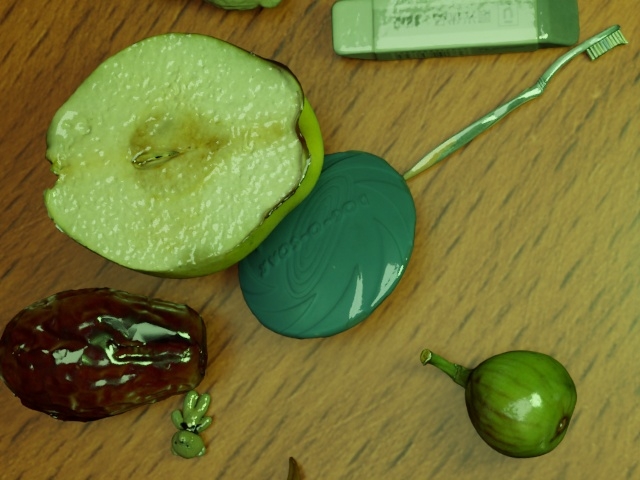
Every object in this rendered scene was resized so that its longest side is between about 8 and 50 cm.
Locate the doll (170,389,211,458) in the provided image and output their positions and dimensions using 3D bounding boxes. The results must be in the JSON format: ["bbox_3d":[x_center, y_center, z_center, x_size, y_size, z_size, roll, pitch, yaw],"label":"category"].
[{"bbox_3d":[-0.190,0.270,1.650,0.062,0.051,0.093,9,57,11],"label":"doll"}]

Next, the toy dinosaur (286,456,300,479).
[{"bbox_3d":[-0.113,0.497,1.495,0.208,0.097,0.432,4,69,-19],"label":"toy dinosaur"}]

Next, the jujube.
[{"bbox_3d":[-0.307,0.161,1.600,0.290,0.197,0.197,-3,84,1],"label":"jujube"}]

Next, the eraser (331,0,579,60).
[{"bbox_3d":[0.193,-0.312,1.626,0.352,0.061,0.089,-3,83,10],"label":"eraser"}]

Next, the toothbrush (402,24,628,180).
[{"bbox_3d":[0.273,-0.195,1.616,0.375,0.028,0.037,-33,87,5],"label":"toothbrush"}]

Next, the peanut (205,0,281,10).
[{"bbox_3d":[-0.169,-0.413,1.673,0.257,0.123,0.123,14,87,9],"label":"peanut"}]

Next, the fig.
[{"bbox_3d":[0.249,0.219,1.534,0.186,0.148,0.142,8,101,48],"label":"fig"}]

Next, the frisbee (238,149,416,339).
[{"bbox_3d":[-0.002,-0.003,1.567,0.290,0.049,0.289,-16,58,27],"label":"frisbee"}]

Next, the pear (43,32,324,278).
[{"bbox_3d":[-0.181,-0.106,1.602,0.387,0.191,0.340,-6,77,10],"label":"pear"}]
